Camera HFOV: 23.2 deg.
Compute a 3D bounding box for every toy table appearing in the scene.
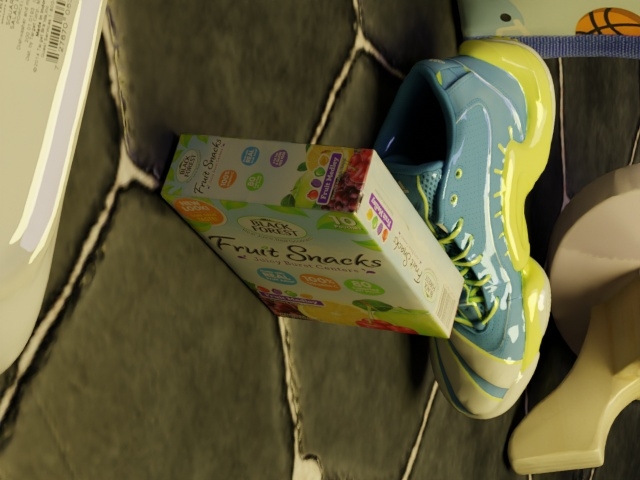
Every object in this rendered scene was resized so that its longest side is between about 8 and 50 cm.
[{"bbox_3d":[0.264,0.089,1.189,0.274,0.252,0.161,50,32,-45],"label":"toy table"}]

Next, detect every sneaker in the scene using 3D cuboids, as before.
[{"bbox_3d":[0.074,-0.005,0.947,0.126,0.091,0.240,-5,99,-46],"label":"sneaker"}]

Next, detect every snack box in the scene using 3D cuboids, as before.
[{"bbox_3d":[0.000,0.000,0.748,0.141,0.100,0.037,51,49,-56],"label":"snack box"}]

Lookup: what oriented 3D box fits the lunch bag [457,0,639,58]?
[{"bbox_3d":[0.277,-0.292,0.956,0.239,0.385,0.327,-54,139,-47],"label":"lunch bag"}]

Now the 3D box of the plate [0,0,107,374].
[{"bbox_3d":[-0.137,-0.087,0.476,0.278,0.045,0.277,11,91,-66],"label":"plate"}]
